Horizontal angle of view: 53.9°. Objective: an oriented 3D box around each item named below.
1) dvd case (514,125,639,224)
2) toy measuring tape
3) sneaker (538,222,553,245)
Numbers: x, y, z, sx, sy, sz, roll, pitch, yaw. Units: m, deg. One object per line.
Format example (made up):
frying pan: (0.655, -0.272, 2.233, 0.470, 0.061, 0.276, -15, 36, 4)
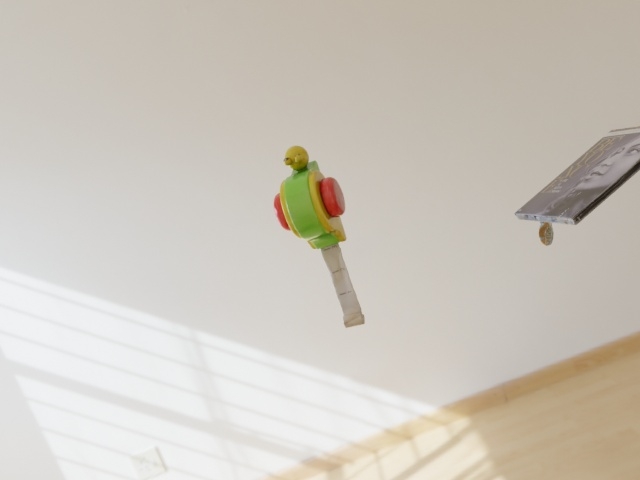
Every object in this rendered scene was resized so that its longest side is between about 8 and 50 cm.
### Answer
dvd case: (0.417, -0.103, 0.955, 0.221, 0.018, 0.164, -39, 10, -5)
toy measuring tape: (0.000, 0.000, 1.058, 0.121, 0.330, 0.121, -17, 4, 1)
sneaker: (0.465, -0.032, 1.289, 0.032, 0.083, 0.037, -5, 7, 42)
